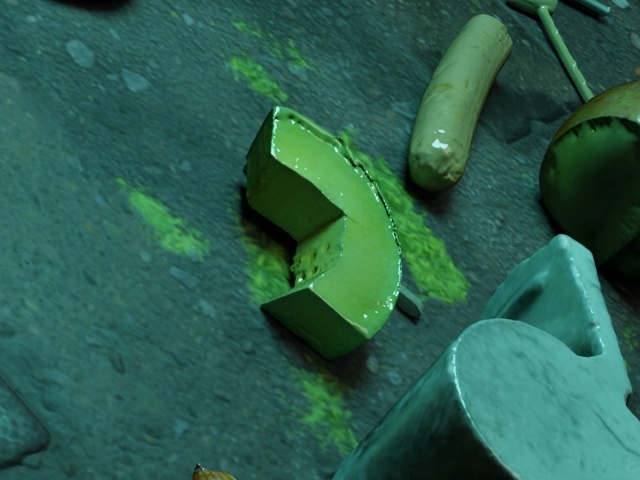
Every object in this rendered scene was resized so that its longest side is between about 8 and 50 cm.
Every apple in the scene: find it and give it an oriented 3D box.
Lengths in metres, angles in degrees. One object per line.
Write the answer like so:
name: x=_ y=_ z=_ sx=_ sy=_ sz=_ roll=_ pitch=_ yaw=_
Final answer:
apple: x=0.322 y=-0.063 z=1.867 sx=0.207 sy=0.188 sz=0.174 roll=32 pitch=37 yaw=-7

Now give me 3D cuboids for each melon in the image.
melon: x=0.000 y=0.000 z=1.571 sx=0.118 sy=0.064 sz=0.210 roll=19 pitch=46 yaw=-27

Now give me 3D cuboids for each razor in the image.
razor: x=0.293 y=-0.349 z=2.321 sx=0.084 sy=0.036 sz=0.211 roll=25 pitch=36 yaw=-25

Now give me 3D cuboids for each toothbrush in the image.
toothbrush: x=0.012 y=-0.003 z=1.641 sx=0.194 sy=0.014 sz=0.017 roll=41 pitch=33 yaw=2

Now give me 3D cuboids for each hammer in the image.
hammer: x=0.261 y=-0.201 z=2.123 sx=0.060 sy=0.028 sz=0.195 roll=4 pitch=48 yaw=-35

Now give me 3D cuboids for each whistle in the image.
whistle: x=0.154 y=0.151 z=1.456 sx=0.188 sy=0.168 sz=0.405 roll=42 pitch=33 yaw=4

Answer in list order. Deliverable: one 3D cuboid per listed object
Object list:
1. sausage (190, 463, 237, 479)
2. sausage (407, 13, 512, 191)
sausage: x=-0.026 y=0.282 z=1.223 sx=0.053 sy=0.053 sz=0.348 roll=11 pitch=42 yaw=-37
sausage: x=0.132 y=-0.135 z=1.880 sx=0.066 sy=0.066 sz=0.301 roll=36 pitch=31 yaw=-6
